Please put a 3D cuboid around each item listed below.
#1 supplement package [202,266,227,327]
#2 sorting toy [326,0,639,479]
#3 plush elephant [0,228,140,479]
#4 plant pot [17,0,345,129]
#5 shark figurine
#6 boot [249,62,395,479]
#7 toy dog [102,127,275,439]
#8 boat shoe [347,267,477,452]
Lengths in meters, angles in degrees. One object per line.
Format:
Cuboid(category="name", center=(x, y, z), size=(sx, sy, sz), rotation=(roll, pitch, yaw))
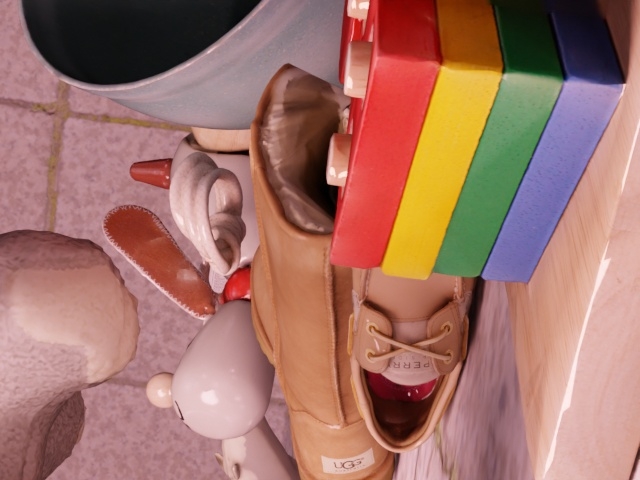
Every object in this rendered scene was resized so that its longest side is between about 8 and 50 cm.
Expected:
Cuboid(category="supplement package", center=(-0.036, 0.011, 1.532), size=(0.194, 0.149, 0.203), rotation=(-142, 59, -87))
Cuboid(category="sorting toy", center=(0.056, -0.108, 0.435), size=(0.257, 0.089, 0.255), rotation=(-87, 5, -59))
Cuboid(category="plush elephant", center=(-0.050, 0.191, 0.518), size=(0.272, 0.255, 0.330), rotation=(123, 163, -64))
Cuboid(category="plant pot", center=(-0.040, -0.197, 1.040), size=(0.196, 0.293, 0.293), rotation=(31, -122, -47))
Cuboid(category="shark figurine", center=(-0.027, 0.188, 1.260), size=(0.166, 0.116, 0.278), rotation=(-142, 36, -63))
Cuboid(category="boot", center=(0.000, 0.000, 0.896), size=(0.269, 0.089, 0.236), rotation=(83, 171, -48))
Cuboid(category="toy dog", center=(-0.099, 0.003, 1.173), size=(0.334, 0.161, 0.220), rotation=(-63, -39, -62))
Cuboid(category="boat shoe", center=(0.044, 0.043, 0.694), size=(0.170, 0.063, 0.059), rotation=(85, -174, -53))
